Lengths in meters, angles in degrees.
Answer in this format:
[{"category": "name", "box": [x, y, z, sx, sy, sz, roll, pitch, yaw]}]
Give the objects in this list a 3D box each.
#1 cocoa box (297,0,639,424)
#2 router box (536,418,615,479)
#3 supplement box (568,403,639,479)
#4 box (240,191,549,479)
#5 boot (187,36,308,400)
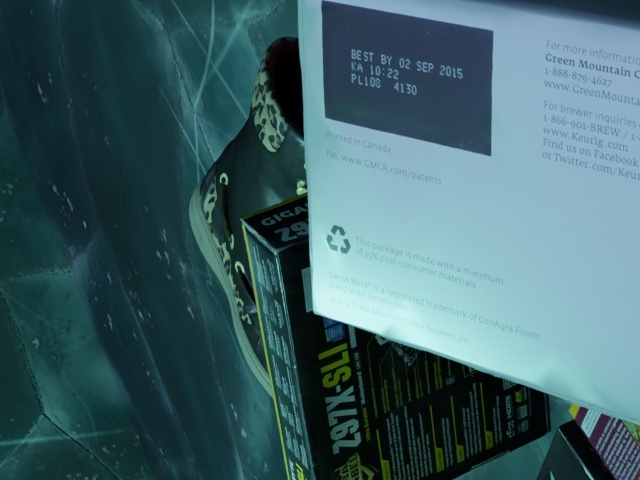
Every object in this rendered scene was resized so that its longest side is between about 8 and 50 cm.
[{"category": "cocoa box", "box": [0.190, -0.052, 0.972, 0.347, 0.228, 0.232, 16, 118, 37]}, {"category": "router box", "box": [0.278, 0.322, 1.508, 0.243, 0.081, 0.309, 57, 156, 28]}, {"category": "supplement box", "box": [0.289, 0.170, 1.332, 0.188, 0.080, 0.104, 58, 156, 28]}, {"category": "box", "box": [0.077, 0.085, 1.531, 0.079, 0.257, 0.322, 42, 147, 52]}, {"category": "boot", "box": [0.000, 0.000, 1.754, 0.377, 0.138, 0.284, 61, 146, 29]}]
